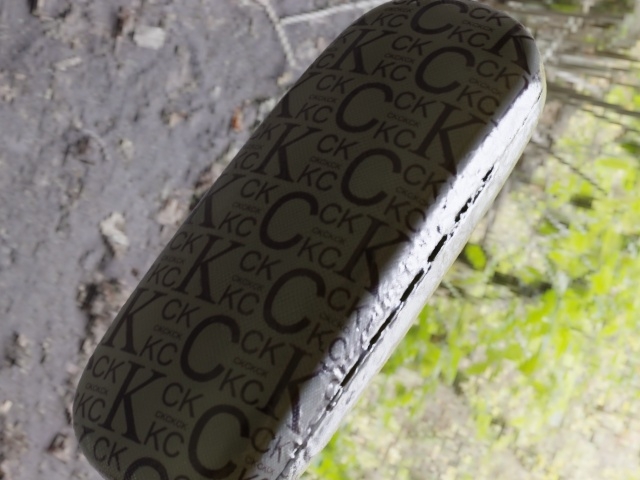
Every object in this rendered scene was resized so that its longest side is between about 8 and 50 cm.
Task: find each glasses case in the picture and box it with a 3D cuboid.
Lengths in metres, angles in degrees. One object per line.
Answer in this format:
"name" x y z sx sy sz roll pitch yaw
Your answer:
"glasses case" 0.000 0.000 0.731 0.354 0.137 0.085 -54 146 -18
